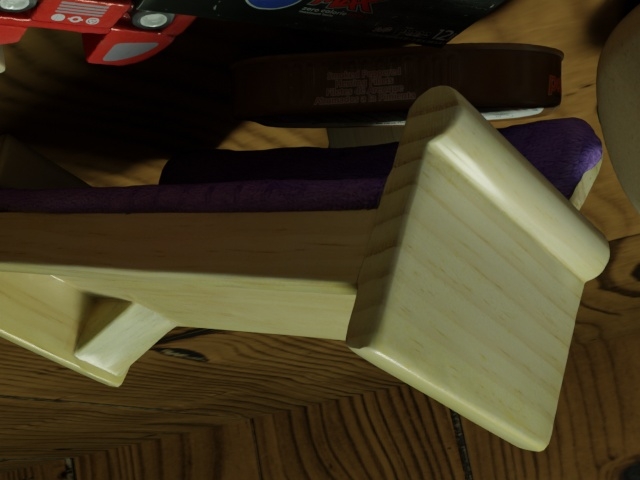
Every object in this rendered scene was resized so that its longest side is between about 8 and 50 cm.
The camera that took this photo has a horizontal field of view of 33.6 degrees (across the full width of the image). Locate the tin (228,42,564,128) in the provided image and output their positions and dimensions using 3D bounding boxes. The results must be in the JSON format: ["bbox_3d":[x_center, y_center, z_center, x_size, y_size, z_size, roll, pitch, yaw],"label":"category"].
[{"bbox_3d":[0.040,-0.085,0.594,0.190,0.040,0.106,0,178,20],"label":"tin"}]

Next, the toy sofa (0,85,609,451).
[{"bbox_3d":[-0.039,-0.009,0.584,0.363,0.177,0.150,1,156,43],"label":"toy sofa"}]

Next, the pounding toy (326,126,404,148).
[{"bbox_3d":[0.051,-0.025,0.739,0.100,0.130,0.141,-14,165,14],"label":"pounding toy"}]

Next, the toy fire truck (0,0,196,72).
[{"bbox_3d":[-0.164,-0.099,0.473,0.192,0.047,0.135,-1,163,-35],"label":"toy fire truck"}]

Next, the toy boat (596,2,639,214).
[{"bbox_3d":[0.268,-0.093,0.606,0.151,0.151,0.231,-10,166,-22],"label":"toy boat"}]

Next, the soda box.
[{"bbox_3d":[0.002,-0.129,0.468,0.169,0.053,0.060,-1,162,-34],"label":"soda box"}]

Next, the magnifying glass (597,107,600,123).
[{"bbox_3d":[0.267,-0.122,0.743,0.092,0.026,0.231,-8,167,-10],"label":"magnifying glass"}]
